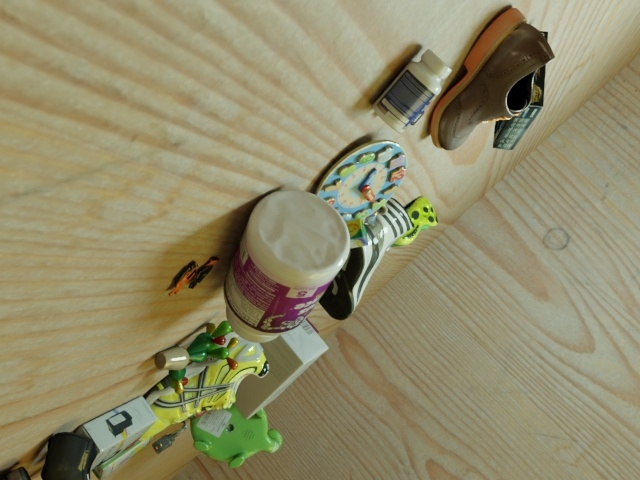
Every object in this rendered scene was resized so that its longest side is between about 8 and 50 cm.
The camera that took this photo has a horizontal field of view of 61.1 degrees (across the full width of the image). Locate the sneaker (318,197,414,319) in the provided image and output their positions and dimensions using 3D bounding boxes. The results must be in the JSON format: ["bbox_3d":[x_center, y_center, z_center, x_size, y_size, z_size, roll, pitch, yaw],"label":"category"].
[{"bbox_3d":[0.127,0.047,1.452,0.257,0.169,0.448,-33,162,-26],"label":"sneaker"}]

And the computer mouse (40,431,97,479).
[{"bbox_3d":[-0.483,0.497,1.108,0.060,0.184,0.262,-89,-156,-54],"label":"computer mouse"}]

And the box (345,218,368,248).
[{"bbox_3d":[0.000,0.000,1.072,0.179,0.043,0.105,-9,170,10],"label":"box"}]

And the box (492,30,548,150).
[{"bbox_3d":[0.437,-0.323,1.196,0.220,0.051,0.175,76,23,-75],"label":"box"}]

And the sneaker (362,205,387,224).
[{"bbox_3d":[0.075,-0.067,1.130,0.185,0.084,0.070,-27,161,-47],"label":"sneaker"}]

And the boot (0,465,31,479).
[{"bbox_3d":[-0.654,0.528,1.012,0.229,0.091,0.263,-26,156,-33],"label":"boot"}]

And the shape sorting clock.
[{"bbox_3d":[0.079,-0.101,1.019,0.206,0.040,0.206,-28,148,-19],"label":"shape sorting clock"}]

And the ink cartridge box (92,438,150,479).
[{"bbox_3d":[-0.510,0.540,1.457,0.209,0.062,0.109,-30,162,-41],"label":"ink cartridge box"}]

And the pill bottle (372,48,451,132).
[{"bbox_3d":[0.142,-0.231,0.837,0.120,0.067,0.067,-47,166,23],"label":"pill bottle"}]

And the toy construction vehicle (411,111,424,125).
[{"bbox_3d":[0.151,-0.239,0.928,0.098,0.035,0.086,-48,154,17],"label":"toy construction vehicle"}]

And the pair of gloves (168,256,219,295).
[{"bbox_3d":[-0.209,0.057,0.891,0.074,0.010,0.083,-48,168,21],"label":"pair of gloves"}]

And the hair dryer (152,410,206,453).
[{"bbox_3d":[-0.386,0.467,1.581,0.293,0.080,0.223,-40,-167,-12],"label":"hair dryer"}]

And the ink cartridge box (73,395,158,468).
[{"bbox_3d":[-0.476,0.441,1.218,0.127,0.072,0.175,-46,166,23],"label":"ink cartridge box"}]

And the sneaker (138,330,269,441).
[{"bbox_3d":[-0.301,0.380,1.356,0.384,0.147,0.145,-39,168,-6],"label":"sneaker"}]

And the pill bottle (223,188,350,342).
[{"bbox_3d":[-0.075,0.063,0.943,0.169,0.169,0.301,-32,164,-35],"label":"pill bottle"}]

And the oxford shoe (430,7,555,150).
[{"bbox_3d":[0.326,-0.272,1.078,0.130,0.133,0.364,-36,166,-20],"label":"oxford shoe"}]

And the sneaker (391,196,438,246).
[{"bbox_3d":[0.280,-0.059,1.744,0.123,0.110,0.295,-23,-176,42],"label":"sneaker"}]

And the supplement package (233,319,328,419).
[{"bbox_3d":[-0.155,0.376,1.679,0.293,0.177,0.175,-46,166,22],"label":"supplement package"}]

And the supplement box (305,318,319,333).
[{"bbox_3d":[-0.108,0.344,1.869,0.188,0.104,0.080,-49,165,29],"label":"supplement box"}]

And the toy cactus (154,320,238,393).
[{"bbox_3d":[-0.280,0.262,1.178,0.219,0.112,0.180,-38,159,21],"label":"toy cactus"}]

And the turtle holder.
[{"bbox_3d":[-0.285,0.619,1.865,0.320,0.244,0.227,1,177,-13],"label":"turtle holder"}]
